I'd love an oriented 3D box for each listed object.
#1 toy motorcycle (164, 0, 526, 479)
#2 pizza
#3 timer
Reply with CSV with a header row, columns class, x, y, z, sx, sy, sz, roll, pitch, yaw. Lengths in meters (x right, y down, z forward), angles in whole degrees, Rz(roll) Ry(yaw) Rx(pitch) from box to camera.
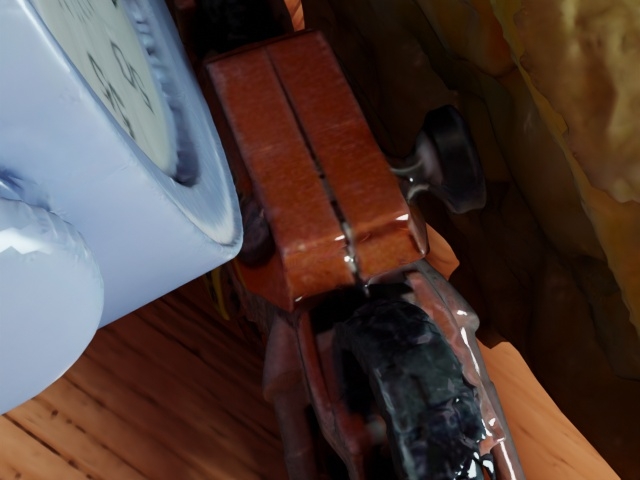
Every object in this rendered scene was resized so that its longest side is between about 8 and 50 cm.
class,x,y,z,sx,sy,sz,roll,pitch,yaw
toy motorcycle,-0.001,-0.001,0.677,0.089,0.171,0.298,-14,59,-14
pizza,0.074,-0.057,0.667,0.435,0.080,0.392,52,-15,42
timer,-0.136,-0.121,0.495,0.395,0.173,0.395,64,3,-6
